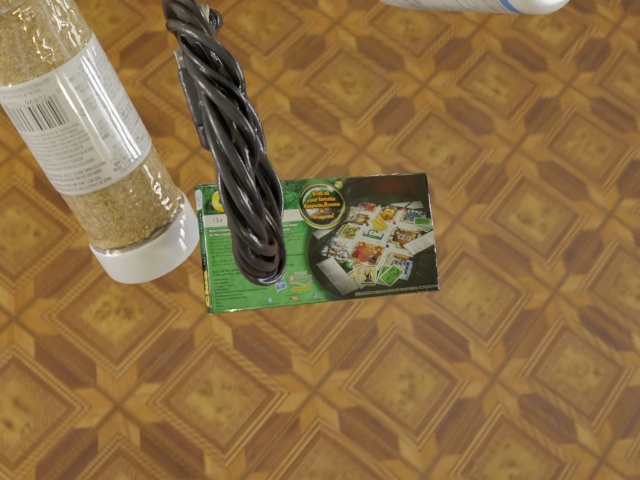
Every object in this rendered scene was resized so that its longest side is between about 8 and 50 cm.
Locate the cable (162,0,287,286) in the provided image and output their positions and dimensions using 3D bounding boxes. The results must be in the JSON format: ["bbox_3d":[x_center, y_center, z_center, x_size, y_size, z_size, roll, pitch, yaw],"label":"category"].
[{"bbox_3d":[-0.051,-0.062,0.600,0.047,0.150,0.184,-16,91,-6],"label":"cable"}]

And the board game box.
[{"bbox_3d":[0.000,0.000,1.048,0.260,0.030,0.136,-4,89,-20],"label":"board game box"}]

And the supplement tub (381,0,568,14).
[{"bbox_3d":[0.079,-0.155,0.511,0.071,0.071,0.107,-38,35,-28],"label":"supplement tub"}]

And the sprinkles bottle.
[{"bbox_3d":[-0.248,-0.118,1.025,0.121,0.355,0.121,-16,36,12],"label":"sprinkles bottle"}]
